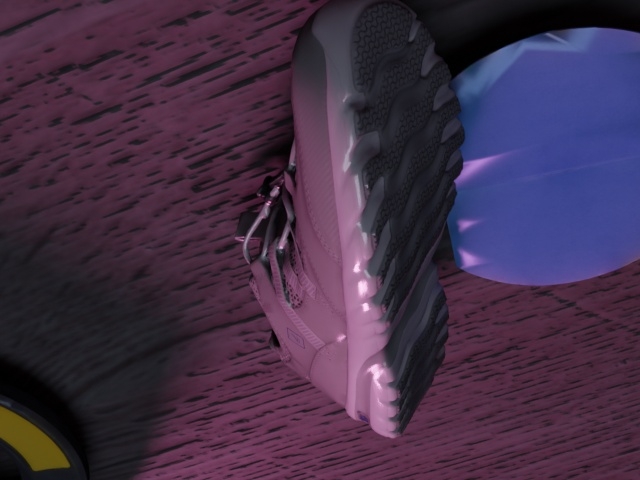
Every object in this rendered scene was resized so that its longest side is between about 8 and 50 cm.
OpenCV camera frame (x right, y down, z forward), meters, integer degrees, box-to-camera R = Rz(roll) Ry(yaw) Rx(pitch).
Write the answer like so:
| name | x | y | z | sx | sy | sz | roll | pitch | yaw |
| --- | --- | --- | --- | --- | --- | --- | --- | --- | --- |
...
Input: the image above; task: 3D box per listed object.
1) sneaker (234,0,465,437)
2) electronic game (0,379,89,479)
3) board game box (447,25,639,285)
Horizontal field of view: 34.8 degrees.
| name | x | y | z | sx | sy | sz | roll | pitch | yaw |
| --- | --- | --- | --- | --- | --- | --- | --- | --- | --- |
| sneaker | 0.000 | 0.000 | 0.522 | 0.115 | 0.105 | 0.281 | 19 | 139 | 20 |
| electronic game | -0.273 | 0.158 | 0.689 | 0.229 | 0.048 | 0.229 | -3 | 132 | -3 |
| board game box | 0.128 | -0.048 | 0.543 | 0.133 | 0.033 | 0.168 | -12 | 132 | 8 |
